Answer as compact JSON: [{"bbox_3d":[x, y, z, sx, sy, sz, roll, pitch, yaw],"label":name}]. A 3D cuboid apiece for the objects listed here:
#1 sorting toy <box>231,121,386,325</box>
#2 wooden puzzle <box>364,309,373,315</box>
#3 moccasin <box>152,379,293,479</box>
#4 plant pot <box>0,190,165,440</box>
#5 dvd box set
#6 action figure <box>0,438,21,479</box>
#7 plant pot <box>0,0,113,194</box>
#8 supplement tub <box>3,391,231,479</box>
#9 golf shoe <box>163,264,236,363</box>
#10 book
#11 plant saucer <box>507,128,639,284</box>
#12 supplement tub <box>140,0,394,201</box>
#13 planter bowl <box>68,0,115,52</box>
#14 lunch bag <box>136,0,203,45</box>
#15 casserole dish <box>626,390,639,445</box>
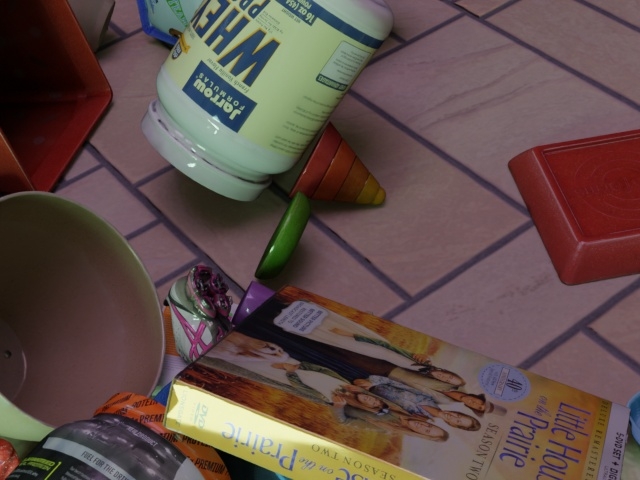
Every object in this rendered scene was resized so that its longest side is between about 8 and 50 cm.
[{"bbox_3d":[0.000,0.000,1.396,0.126,0.127,0.365,27,49,-6],"label":"sorting toy"},{"bbox_3d":[0.039,0.115,1.317,0.083,0.006,0.049,-35,51,-27],"label":"wooden puzzle"},{"bbox_3d":[-0.028,0.244,1.121,0.342,0.116,0.138,25,40,34],"label":"moccasin"},{"bbox_3d":[-0.348,0.111,1.215,0.191,0.284,0.284,-28,32,34],"label":"plant pot"},{"bbox_3d":[0.095,0.181,1.073,0.420,0.062,0.307,19,21,15],"label":"dvd box set"},{"bbox_3d":[-0.441,0.265,1.135,0.280,0.091,0.139,11,41,-1],"label":"action figure"},{"bbox_3d":[-0.514,-0.239,1.588,0.236,0.267,0.267,-2,43,24],"label":"plant pot"},{"bbox_3d":[-0.246,0.319,0.997,0.207,0.207,0.338,21,51,26],"label":"supplement tub"},{"bbox_3d":[-0.131,0.127,1.259,0.067,0.086,0.186,7,52,-49],"label":"golf shoe"},{"bbox_3d":[-0.162,0.132,1.306,0.096,0.035,0.144,8,46,10],"label":"book"},{"bbox_3d":[0.415,-0.065,1.432,0.258,0.047,0.259,-10,45,-3],"label":"plant saucer"},{"bbox_3d":[-0.078,-0.240,1.438,0.235,0.325,0.235,32,18,-12],"label":"supplement tub"},{"bbox_3d":[-0.417,-0.386,1.798,0.109,0.162,0.162,21,45,-9],"label":"planter bowl"},{"bbox_3d":[-0.078,-0.434,1.738,0.385,0.239,0.328,25,50,38],"label":"lunch bag"},{"bbox_3d":[0.428,0.196,1.168,0.188,0.037,0.114,-23,47,-16],"label":"casserole dish"}]
